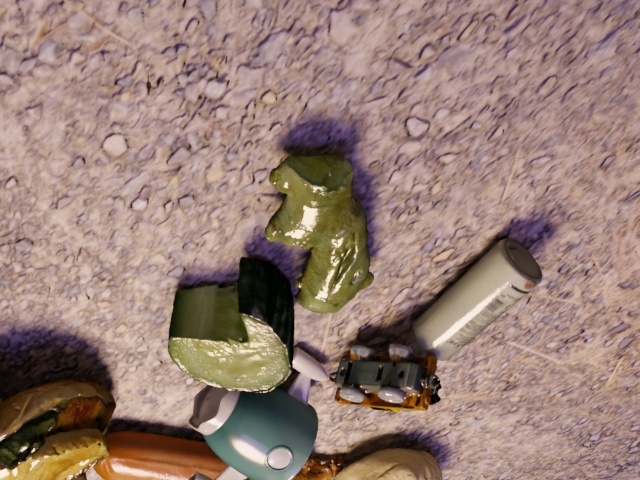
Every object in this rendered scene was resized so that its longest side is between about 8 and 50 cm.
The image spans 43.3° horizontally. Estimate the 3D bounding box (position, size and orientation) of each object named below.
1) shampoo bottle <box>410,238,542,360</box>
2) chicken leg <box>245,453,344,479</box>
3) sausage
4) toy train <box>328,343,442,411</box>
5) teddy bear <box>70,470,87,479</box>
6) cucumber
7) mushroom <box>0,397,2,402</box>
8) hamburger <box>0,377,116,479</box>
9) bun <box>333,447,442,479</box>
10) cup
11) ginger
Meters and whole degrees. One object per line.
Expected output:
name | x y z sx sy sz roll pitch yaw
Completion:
shampoo bottle | 0.222 0.110 1.246 0.085 0.085 0.262 24 126 -26
chicken leg | -0.052 0.439 1.520 0.207 0.101 0.085 -11 140 -25
sausage | -0.268 0.402 1.442 0.274 0.105 0.105 13 129 -18
toy train | 0.112 0.229 1.293 0.219 0.089 0.127 -7 149 42
teddy bear | -0.512 0.443 1.434 0.190 0.140 0.177 -10 130 -9
cucumber | -0.125 0.132 1.205 0.191 0.130 0.191 1 130 1
mushroom | -0.577 0.274 1.286 0.099 0.096 0.278 -20 151 -45
hamburger | -0.459 0.323 1.272 0.284 0.134 0.265 -25 166 -7
bun | 0.127 0.485 1.536 0.237 0.116 0.210 -18 142 -9
cup | -0.119 0.300 1.333 0.173 0.167 0.300 37 93 -22
ginger | 0.000 -0.005 1.118 0.137 0.089 0.290 -28 137 -6
